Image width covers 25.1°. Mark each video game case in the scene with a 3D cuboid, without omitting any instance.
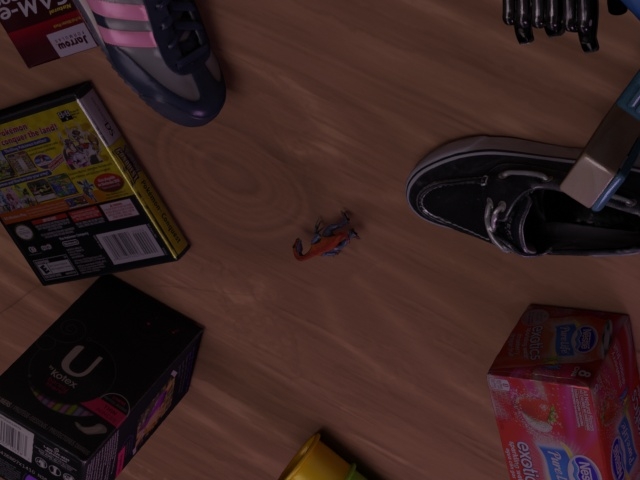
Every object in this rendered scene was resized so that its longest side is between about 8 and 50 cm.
[{"bbox_3d":[-0.326,-0.064,1.837,0.275,0.035,0.248,-11,118,41],"label":"video game case"}]

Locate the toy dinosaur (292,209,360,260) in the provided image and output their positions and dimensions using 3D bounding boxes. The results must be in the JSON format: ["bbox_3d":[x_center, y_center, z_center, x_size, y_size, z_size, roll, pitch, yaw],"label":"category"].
[{"bbox_3d":[0.000,0.000,1.644,0.082,0.090,0.047,-33,88,14],"label":"toy dinosaur"}]

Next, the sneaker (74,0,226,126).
[{"bbox_3d":[-0.180,-0.264,1.513,0.131,0.112,0.319,-16,116,45],"label":"sneaker"}]

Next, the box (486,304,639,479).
[{"bbox_3d":[0.280,0.212,1.580,0.123,0.128,0.257,5,127,32],"label":"box"}]

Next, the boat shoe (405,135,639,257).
[{"bbox_3d":[0.209,-0.031,1.444,0.301,0.102,0.108,6,128,30],"label":"boat shoe"}]

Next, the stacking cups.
[{"bbox_3d":[0.087,0.388,1.891,0.316,0.096,0.096,40,137,-3],"label":"stacking cups"}]

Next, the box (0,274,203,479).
[{"bbox_3d":[-0.296,0.198,1.859,0.165,0.270,0.143,29,136,11],"label":"box"}]

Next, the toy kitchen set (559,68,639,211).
[{"bbox_3d":[0.346,-0.096,1.281,0.166,0.122,0.207,35,137,5],"label":"toy kitchen set"}]

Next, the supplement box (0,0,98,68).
[{"bbox_3d":[-0.326,-0.320,1.595,0.130,0.073,0.239,-10,119,39],"label":"supplement box"}]

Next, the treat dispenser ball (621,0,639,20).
[{"bbox_3d":[0.327,-0.268,1.028,0.288,0.288,0.288,19,133,21],"label":"treat dispenser ball"}]

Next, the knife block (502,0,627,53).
[{"bbox_3d":[0.220,-0.309,1.236,0.088,0.242,0.275,11,85,26],"label":"knife block"}]
